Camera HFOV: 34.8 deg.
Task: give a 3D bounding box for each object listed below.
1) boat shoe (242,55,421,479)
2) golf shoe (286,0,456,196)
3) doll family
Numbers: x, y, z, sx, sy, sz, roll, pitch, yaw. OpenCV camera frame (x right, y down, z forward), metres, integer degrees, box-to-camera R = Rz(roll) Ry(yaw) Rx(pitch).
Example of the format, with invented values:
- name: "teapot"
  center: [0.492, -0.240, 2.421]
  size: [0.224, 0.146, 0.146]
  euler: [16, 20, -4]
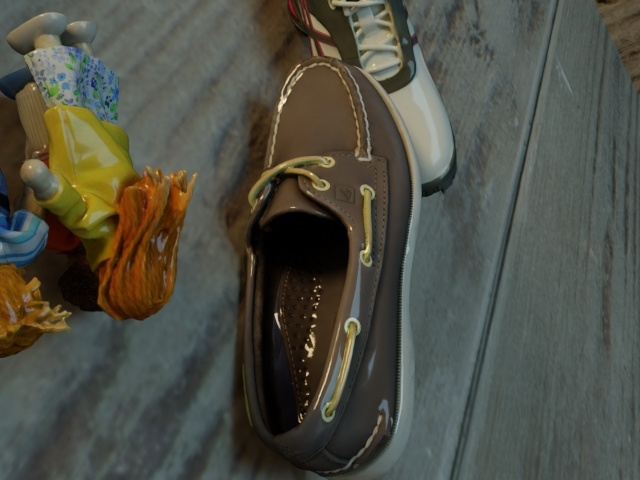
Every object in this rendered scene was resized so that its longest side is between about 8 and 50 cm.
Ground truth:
- name: "boat shoe"
  center: [0.000, 0.000, 0.712]
  size: [0.097, 0.117, 0.324]
  euler: [33, 50, -51]
- name: "golf shoe"
  center: [0.032, -0.160, 0.837]
  size: [0.120, 0.105, 0.272]
  euler: [87, -19, -74]
- name: "doll family"
  center: [-0.146, -0.026, 0.470]
  size: [0.263, 0.118, 0.163]
  euler: [-2, 71, -58]
